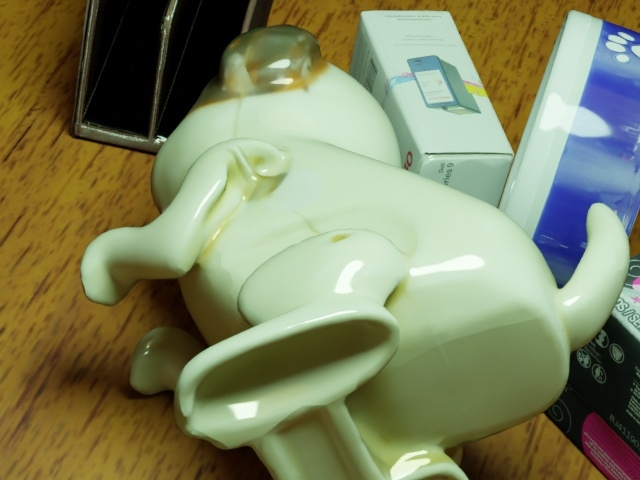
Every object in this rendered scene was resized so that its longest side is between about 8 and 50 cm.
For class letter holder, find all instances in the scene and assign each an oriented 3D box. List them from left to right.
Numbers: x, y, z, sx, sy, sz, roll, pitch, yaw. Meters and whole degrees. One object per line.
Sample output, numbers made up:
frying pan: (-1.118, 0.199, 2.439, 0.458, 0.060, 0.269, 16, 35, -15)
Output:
letter holder: (-0.126, -0.256, 1.833, 0.152, 0.214, 0.302, 12, 41, 0)

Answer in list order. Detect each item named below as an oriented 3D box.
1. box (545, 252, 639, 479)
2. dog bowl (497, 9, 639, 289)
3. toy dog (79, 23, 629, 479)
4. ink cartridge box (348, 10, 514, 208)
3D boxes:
box: (0.323, 0.138, 1.543, 0.142, 0.163, 0.247, -22, 52, -30)
dog bowl: (0.224, -0.061, 1.664, 0.104, 0.265, 0.265, 19, 42, 4)
toy dog: (0.000, 0.000, 1.494, 0.395, 0.284, 0.408, -35, 41, 3)
ink cartridge box: (0.091, -0.089, 1.745, 0.093, 0.154, 0.212, -1, 43, -15)
